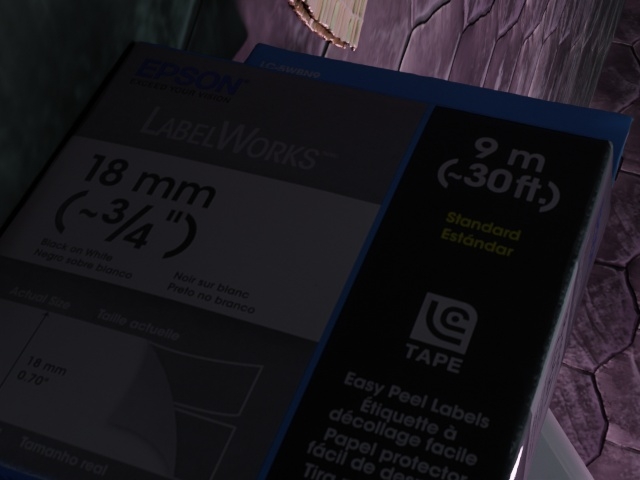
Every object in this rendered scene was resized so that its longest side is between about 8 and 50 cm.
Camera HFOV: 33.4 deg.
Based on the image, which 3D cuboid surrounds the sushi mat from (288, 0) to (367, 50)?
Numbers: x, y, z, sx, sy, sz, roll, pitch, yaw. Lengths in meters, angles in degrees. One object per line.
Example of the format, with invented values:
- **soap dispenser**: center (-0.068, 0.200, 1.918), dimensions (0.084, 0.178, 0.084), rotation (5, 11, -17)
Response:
- **sushi mat**: center (0.042, -0.298, 0.748), dimensions (0.151, 0.019, 0.316), rotation (6, 100, -75)

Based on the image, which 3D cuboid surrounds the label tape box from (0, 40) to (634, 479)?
- **label tape box**: center (0.000, 0.000, 0.501), dimensions (0.106, 0.241, 0.333), rotation (81, 29, -52)

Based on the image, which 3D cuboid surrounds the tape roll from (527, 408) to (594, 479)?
- **tape roll**: center (0.119, 0.228, 1.029), dimensions (0.246, 0.169, 0.246), rotation (-25, 158, -11)
